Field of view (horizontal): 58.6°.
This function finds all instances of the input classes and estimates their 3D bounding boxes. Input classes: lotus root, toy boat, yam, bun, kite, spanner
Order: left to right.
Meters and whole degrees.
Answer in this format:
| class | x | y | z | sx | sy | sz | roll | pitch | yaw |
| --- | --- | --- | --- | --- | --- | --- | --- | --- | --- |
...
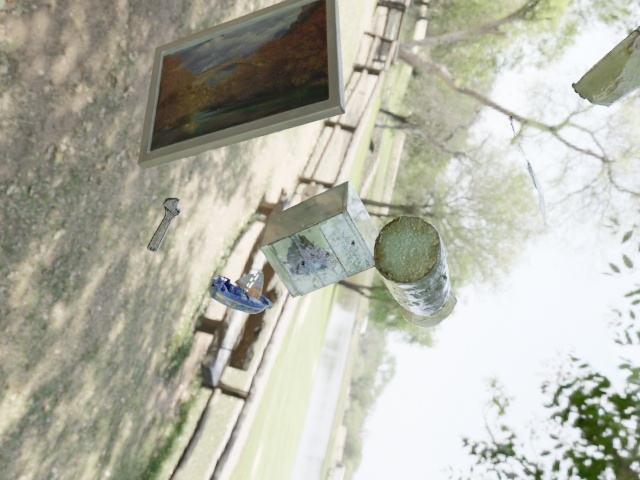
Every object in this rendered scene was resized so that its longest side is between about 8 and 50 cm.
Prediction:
| class | x | y | z | sx | sy | sz | roll | pitch | yaw |
| --- | --- | --- | --- | --- | --- | --- | --- | --- | --- |
| spanner | -0.376 | -0.036 | 1.359 | 0.208 | 0.046 | 0.012 | -50 | -151 | 41 |
| toy boat | -0.176 | 0.119 | 1.395 | 0.110 | 0.175 | 0.091 | -55 | -147 | 10 |
| yam | 0.151 | 0.049 | 0.903 | 0.194 | 0.107 | 0.108 | 54 | 48 | -61 |
| bun | 0.208 | 0.119 | 1.068 | 0.069 | 0.115 | 0.115 | 39 | -55 | 53 |
| kite | 0.445 | -0.159 | 1.223 | 0.245 | 0.015 | 0.141 | 57 | 29 | -24 |
| lotus root | 0.466 | -0.267 | 0.843 | 0.143 | 0.070 | 0.144 | -39 | 175 | -20 |

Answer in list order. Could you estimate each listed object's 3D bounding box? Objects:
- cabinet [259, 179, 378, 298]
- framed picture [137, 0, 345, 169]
| class | x | y | z | sx | sy | sz | roll | pitch | yaw |
| --- | --- | --- | --- | --- | --- | --- | --- | --- | --- |
| cabinet | 0.000 | 0.000 | 1.220 | 0.145 | 0.206 | 0.150 | 58 | 19 | -26 |
| framed picture | -0.092 | -0.186 | 0.648 | 0.016 | 0.249 | 0.184 | 48 | 37 | -56 |
